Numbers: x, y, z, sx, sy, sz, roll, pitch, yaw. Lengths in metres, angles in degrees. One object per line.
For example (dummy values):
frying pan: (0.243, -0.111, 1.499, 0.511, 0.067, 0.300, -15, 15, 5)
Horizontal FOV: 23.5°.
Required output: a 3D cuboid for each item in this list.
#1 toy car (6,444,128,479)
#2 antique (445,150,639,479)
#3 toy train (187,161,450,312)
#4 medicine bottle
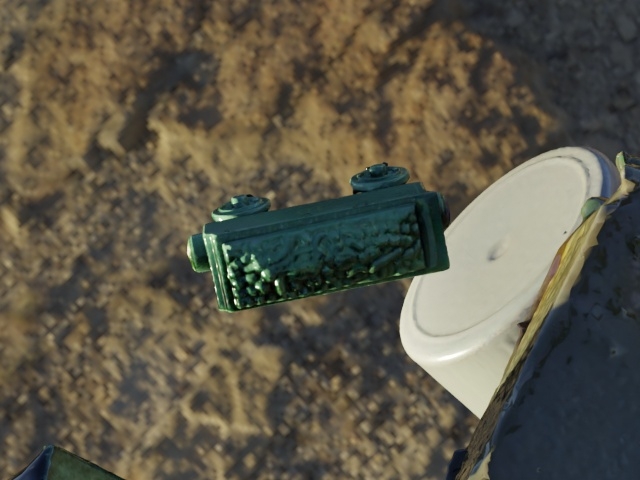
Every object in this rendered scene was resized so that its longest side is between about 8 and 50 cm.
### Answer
toy car: (-0.065, 0.209, 0.842, 0.141, 0.320, 0.097, -34, 38, 30)
antique: (0.144, 0.097, 0.782, 0.150, 0.125, 0.284, 21, 69, 0)
toy train: (0.000, 0.000, 0.983, 0.172, 0.070, 0.099, -12, 16, 0)
medicine bottle: (0.226, 0.076, 1.312, 0.238, 0.232, 0.238, -41, 20, 18)
